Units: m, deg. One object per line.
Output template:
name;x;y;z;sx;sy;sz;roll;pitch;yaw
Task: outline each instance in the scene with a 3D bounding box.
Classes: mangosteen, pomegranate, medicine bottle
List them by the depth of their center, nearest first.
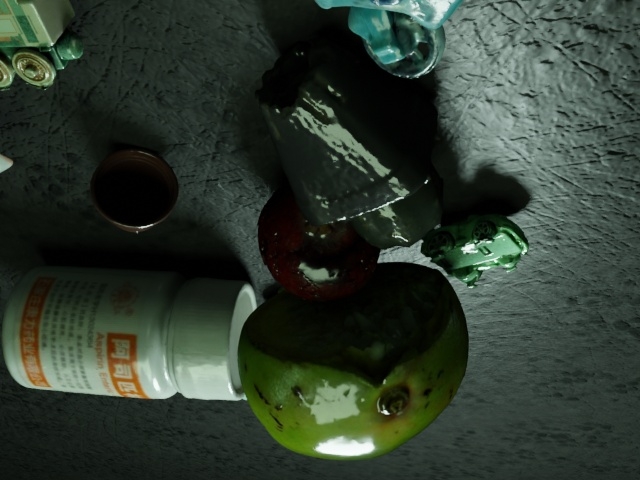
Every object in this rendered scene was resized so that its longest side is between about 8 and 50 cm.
mangosteen;0.000;0.000;0.993;0.166;0.166;0.180;6;175;3
pomegranate;0.039;0.165;1.060;0.309;0.358;0.216;-22;109;-13
medicine bottle;-0.302;0.152;1.242;0.371;0.211;0.211;3;148;9

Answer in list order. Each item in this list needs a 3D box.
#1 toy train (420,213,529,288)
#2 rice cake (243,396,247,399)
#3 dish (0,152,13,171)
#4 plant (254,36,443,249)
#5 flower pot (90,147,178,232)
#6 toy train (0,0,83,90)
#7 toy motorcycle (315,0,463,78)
toy train;0.200;0.004;1.025;0.149;0.081;0.099;-25;136;33
rice cake;-0.137;0.285;1.582;0.124;0.038;0.211;14;147;-9
dish;-0.487;-0.143;0.891;0.151;0.077;0.212;20;156;28
plant;0.042;-0.100;0.832;0.164;0.142;0.256;-15;130;32
flower pot;-0.249;-0.058;1.013;0.111;0.111;0.089;15;163;-11
toy train;-0.345;-0.223;0.785;0.193;0.081;0.125;2;138;15
toy motorcycle;0.057;-0.255;0.589;0.206;0.154;0.260;38;148;-3
